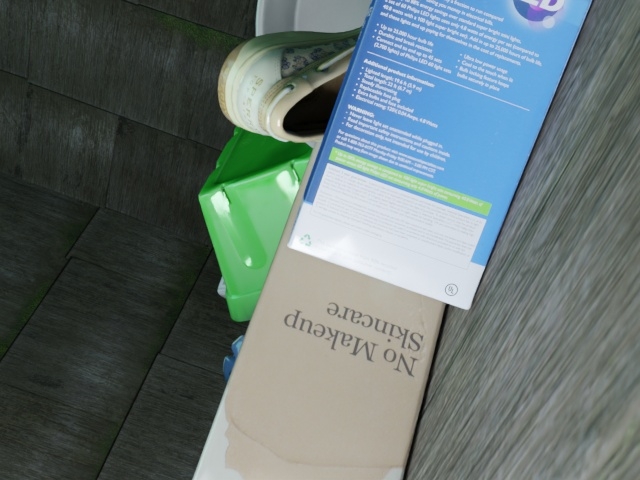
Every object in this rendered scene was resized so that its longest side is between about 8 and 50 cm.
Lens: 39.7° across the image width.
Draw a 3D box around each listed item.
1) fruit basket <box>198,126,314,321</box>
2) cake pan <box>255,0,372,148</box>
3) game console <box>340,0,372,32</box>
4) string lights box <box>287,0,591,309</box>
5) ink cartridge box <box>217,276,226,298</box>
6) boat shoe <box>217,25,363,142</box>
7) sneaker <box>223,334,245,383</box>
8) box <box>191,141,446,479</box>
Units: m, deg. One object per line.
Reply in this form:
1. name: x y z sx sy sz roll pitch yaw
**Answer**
1. fruit basket: 0.017 -0.013 1.193 0.392 0.282 0.392 43 -142 -48
2. cake pan: 0.062 -0.224 0.925 0.054 0.293 0.293 -14 -50 -55
3. game console: 0.146 -0.338 1.061 0.173 0.250 0.293 55 130 56
4. string lights box: 0.083 -0.100 0.604 0.077 0.133 0.260 -83 13 -79
5. ink cartridge box: 0.000 0.000 1.417 0.066 0.261 0.296 -8 58 54
6. boat shoe: 0.060 -0.129 0.723 0.089 0.285 0.105 40 141 46
7. sneaker: 0.018 0.114 0.900 0.315 0.127 0.182 -55 30 25
8. box: 0.011 0.085 0.708 0.121 0.148 0.311 112 176 -60
